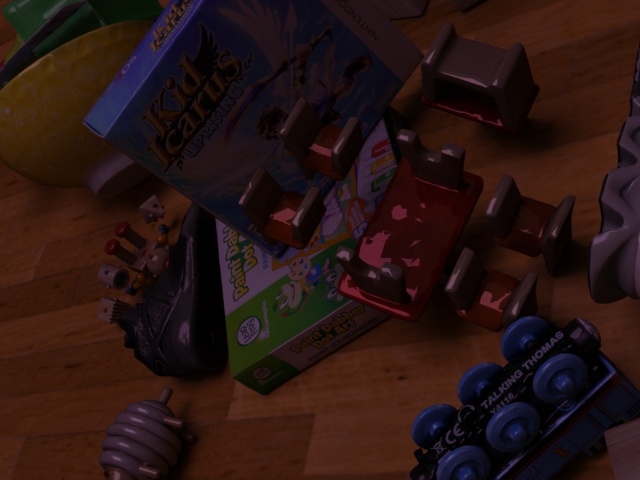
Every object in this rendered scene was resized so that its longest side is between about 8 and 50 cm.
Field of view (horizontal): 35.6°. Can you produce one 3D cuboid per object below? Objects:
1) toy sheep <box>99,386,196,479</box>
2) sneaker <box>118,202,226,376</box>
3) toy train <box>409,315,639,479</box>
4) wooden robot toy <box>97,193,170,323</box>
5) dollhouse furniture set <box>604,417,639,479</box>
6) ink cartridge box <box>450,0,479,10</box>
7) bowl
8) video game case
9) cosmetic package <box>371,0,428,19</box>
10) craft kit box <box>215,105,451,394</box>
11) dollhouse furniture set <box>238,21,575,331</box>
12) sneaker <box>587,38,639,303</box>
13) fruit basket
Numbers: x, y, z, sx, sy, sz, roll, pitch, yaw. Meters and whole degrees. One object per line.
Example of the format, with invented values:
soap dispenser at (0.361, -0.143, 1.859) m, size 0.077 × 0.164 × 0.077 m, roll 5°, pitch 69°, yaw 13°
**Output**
toy sheep at (-0.187, 0.216, 1.064) m, size 0.091 × 0.091 × 0.132 m, roll -9°, pitch 43°, yaw 41°
sneaker at (-0.170, 0.055, 1.161) m, size 0.130 × 0.087 × 0.227 m, roll -16°, pitch 57°, yaw 29°
toy train at (0.153, 0.140, 0.758) m, size 0.184 × 0.105 × 0.080 m, roll -46°, pitch 30°, yaw 8°
wooden robot toy at (-0.222, 0.026, 1.253) m, size 0.079 × 0.076 × 0.173 m, roll 16°, pitch 74°, yaw 38°
dollhouse furniture set at (0.264, 0.220, 0.542) m, size 0.212 × 0.161 × 0.242 m, roll -29°, pitch 45°, yaw 28°
ink cartridge box at (0.206, -0.407, 1.017) m, size 0.306 × 0.226 × 0.131 m, roll -24°, pitch 47°, yaw 33°
bowl at (-0.296, -0.152, 1.363) m, size 0.289 × 0.289 × 0.156 m, roll -36°, pitch 84°, yaw 21°
video game case at (-0.056, -0.153, 0.992) m, size 0.269 × 0.244 × 0.061 m, roll -54°, pitch 38°, yaw 0°
cosmetic package at (0.058, -0.381, 1.206) m, size 0.151 × 0.151 × 0.183 m, roll 5°, pitch 67°, yaw 46°
craft kit box at (0.000, 0.000, 1.060) m, size 0.247 × 0.061 × 0.249 m, roll -37°, pitch 41°, yaw 24°
dollhouse furniture set at (0.105, -0.051, 0.904) m, size 0.262 × 0.135 × 0.259 m, roll 22°, pitch 73°, yaw 22°
sneaker at (0.315, -0.090, 0.778) m, size 0.146 × 0.122 × 0.330 m, roll 6°, pitch 64°, yaw 27°
fruit basket at (-0.400, -0.256, 1.523) m, size 0.353 × 0.165 × 0.327 m, roll -44°, pitch 0°, yaw 26°
